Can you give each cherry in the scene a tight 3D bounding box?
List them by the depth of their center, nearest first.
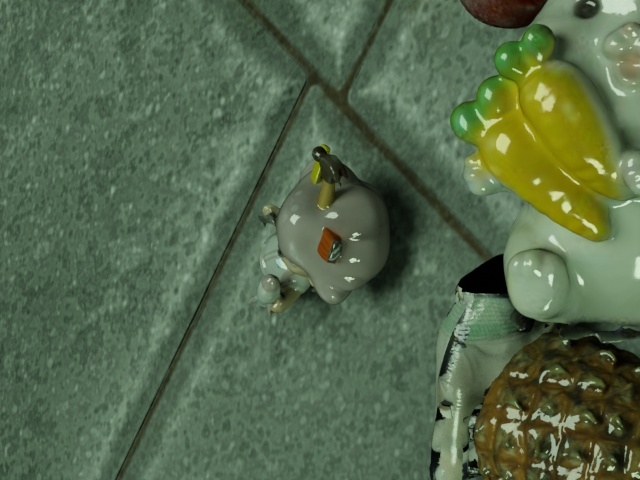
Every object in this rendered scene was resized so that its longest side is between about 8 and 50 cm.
[{"bbox_3d":[0.184,-0.208,1.473,0.225,0.090,0.107,42,104,39],"label":"cherry"}]

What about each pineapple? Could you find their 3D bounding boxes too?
[{"bbox_3d":[0.241,0.182,1.265,0.279,0.158,0.158,37,112,39],"label":"pineapple"}]

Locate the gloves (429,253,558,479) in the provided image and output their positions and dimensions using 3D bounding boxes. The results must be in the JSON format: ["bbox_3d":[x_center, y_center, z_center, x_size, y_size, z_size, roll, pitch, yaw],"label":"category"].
[{"bbox_3d":[0.144,0.124,1.427,0.127,0.111,0.212,-67,-28,-64],"label":"gloves"}]

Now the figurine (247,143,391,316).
[{"bbox_3d":[0.000,0.000,1.652,0.229,0.112,0.137,138,138,-57],"label":"figurine"}]

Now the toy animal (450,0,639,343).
[{"bbox_3d":[0.228,-0.086,1.272,0.183,0.247,0.310,11,108,34],"label":"toy animal"}]
